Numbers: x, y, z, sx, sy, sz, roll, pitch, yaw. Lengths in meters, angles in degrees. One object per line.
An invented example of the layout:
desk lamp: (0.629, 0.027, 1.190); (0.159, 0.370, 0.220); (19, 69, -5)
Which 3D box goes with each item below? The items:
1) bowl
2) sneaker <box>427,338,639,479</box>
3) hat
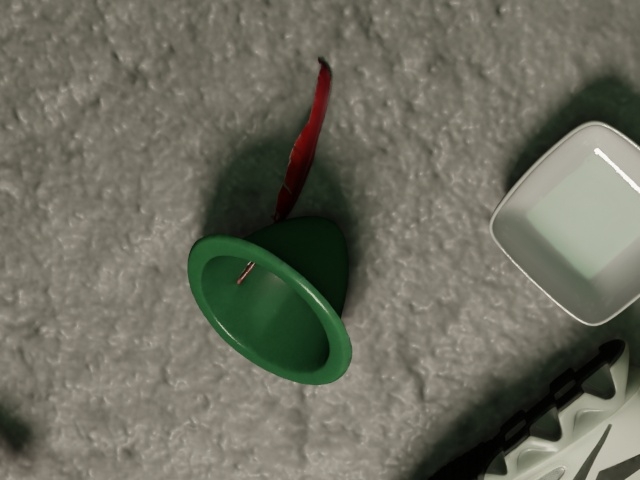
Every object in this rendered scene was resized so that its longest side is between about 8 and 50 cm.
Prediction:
bowl: (0.230, -0.019, 0.916); (0.142, 0.053, 0.142); (43, 106, -2)
sneaker: (0.178, 0.243, 0.947); (0.330, 0.122, 0.146); (-40, 91, 16)
hat: (0.000, 0.000, 0.976); (0.173, 0.183, 0.208); (34, 147, 8)
